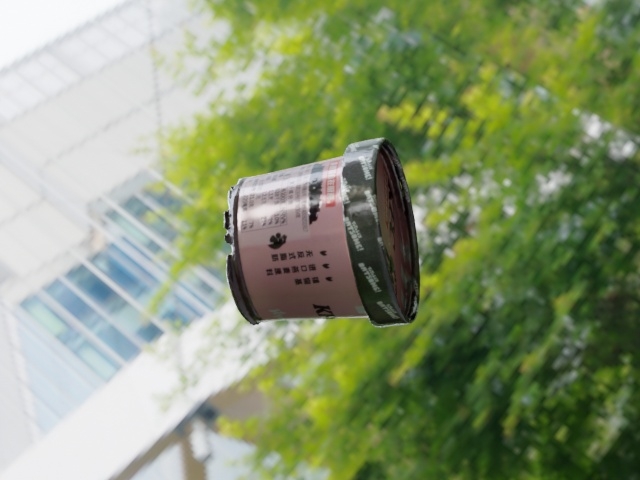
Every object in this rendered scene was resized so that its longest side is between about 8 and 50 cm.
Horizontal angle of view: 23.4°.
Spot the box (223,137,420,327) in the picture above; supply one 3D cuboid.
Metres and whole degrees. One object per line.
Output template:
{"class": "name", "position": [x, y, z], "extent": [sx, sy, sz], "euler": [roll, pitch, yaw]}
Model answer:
{"class": "box", "position": [0.000, 0.000, 1.247], "extent": [0.151, 0.135, 0.151], "euler": [-7, -90, -78]}
